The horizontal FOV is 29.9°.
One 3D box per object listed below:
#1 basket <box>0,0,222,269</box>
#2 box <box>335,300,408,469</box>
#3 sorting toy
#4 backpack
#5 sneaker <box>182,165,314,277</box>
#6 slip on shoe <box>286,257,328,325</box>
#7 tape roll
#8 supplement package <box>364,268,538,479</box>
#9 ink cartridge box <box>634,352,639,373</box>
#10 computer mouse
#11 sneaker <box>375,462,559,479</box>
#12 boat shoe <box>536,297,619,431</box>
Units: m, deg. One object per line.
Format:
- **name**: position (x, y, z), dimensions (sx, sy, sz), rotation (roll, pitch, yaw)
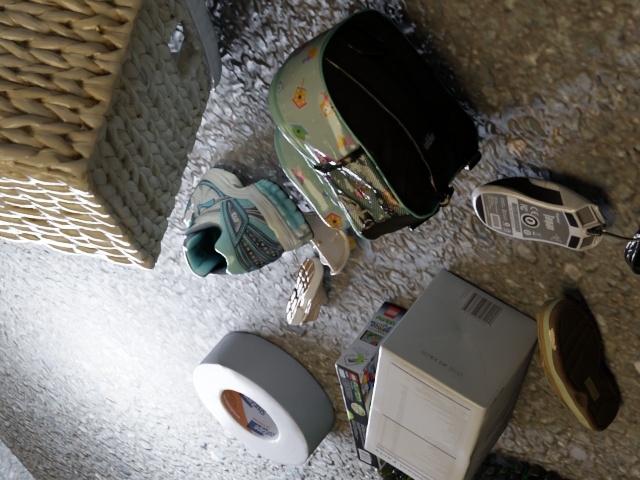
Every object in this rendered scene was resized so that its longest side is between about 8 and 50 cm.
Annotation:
- **basket**: position (-0.304, -0.159, 1.197), dimensions (0.331, 0.266, 0.328), rotation (13, 165, 8)
- **box**: position (0.078, 0.186, 1.518), dimensions (0.036, 0.114, 0.207), rotation (22, 145, 30)
- **sorting toy**: position (0.000, 0.000, 1.444), dimensions (0.083, 0.045, 0.075), rotation (54, 159, -3)
- **backpack**: position (0.040, -0.113, 1.129), dimensions (0.144, 0.166, 0.188), rotation (-14, 117, 44)
- **sneaker**: position (-0.125, -0.015, 1.450), dimensions (0.110, 0.122, 0.283), rotation (59, 160, -15)
- **slip on shoe**: position (-0.010, 0.067, 1.541), dimensions (0.041, 0.051, 0.135), rotation (4, 142, -14)
- **tape roll**: position (-0.087, 0.241, 1.817), dimensions (0.219, 0.072, 0.219), rotation (28, 146, 21)
- **supplement package**: position (0.149, 0.176, 1.403), dimensions (0.139, 0.134, 0.244), rotation (31, 148, 18)
- **ink cartridge box**: position (0.403, 0.131, 1.131), dimensions (0.180, 0.060, 0.104), rotation (-10, 122, 53)
- **computer mouse**: position (0.237, -0.027, 1.140), dimensions (0.193, 0.042, 0.106), rotation (17, 146, 27)
- **sneaker**: position (0.236, 0.365, 1.578), dimensions (0.343, 0.134, 0.146), rotation (23, 153, 44)
- **boat shoe**: position (0.261, 0.131, 1.294), dimensions (0.072, 0.068, 0.190), rotation (24, 147, 48)
